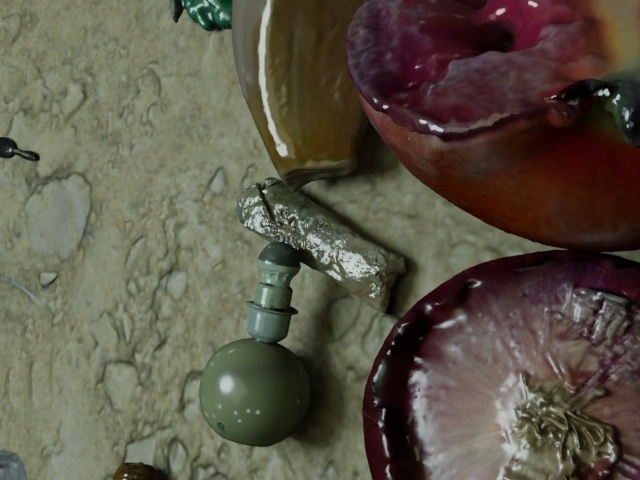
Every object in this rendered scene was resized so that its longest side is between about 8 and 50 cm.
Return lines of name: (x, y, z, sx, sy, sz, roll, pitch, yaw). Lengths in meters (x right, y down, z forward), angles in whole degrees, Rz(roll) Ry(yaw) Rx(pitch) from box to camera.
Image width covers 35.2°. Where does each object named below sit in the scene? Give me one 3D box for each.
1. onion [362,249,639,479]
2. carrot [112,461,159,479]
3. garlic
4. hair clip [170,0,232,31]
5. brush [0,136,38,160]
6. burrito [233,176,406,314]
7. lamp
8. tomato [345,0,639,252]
onion: (0.150, 0.118, 0.630, 0.248, 0.161, 0.248, 0, 91, 17)
carrot: (-0.172, 0.296, 0.906, 0.047, 0.047, 0.191, 0, 83, 36)
garlic: (-0.010, -0.198, 0.837, 0.143, 0.112, 0.318, 0, 88, 30)
hair clip: (-0.106, -0.290, 0.961, 0.124, 0.052, 0.195, -13, 82, 28)
brush: (-0.339, -0.099, 1.114, 0.083, 0.008, 0.024, 18, 90, 37)
burrito: (-0.001, -0.001, 0.833, 0.171, 0.042, 0.051, 33, 92, 33)
lamp: (-0.046, 0.081, 0.817, 0.091, 0.091, 0.163, 11, 93, 37)
tomato: (0.199, -0.119, 0.629, 0.335, 0.176, 0.290, -11, 46, 25)
